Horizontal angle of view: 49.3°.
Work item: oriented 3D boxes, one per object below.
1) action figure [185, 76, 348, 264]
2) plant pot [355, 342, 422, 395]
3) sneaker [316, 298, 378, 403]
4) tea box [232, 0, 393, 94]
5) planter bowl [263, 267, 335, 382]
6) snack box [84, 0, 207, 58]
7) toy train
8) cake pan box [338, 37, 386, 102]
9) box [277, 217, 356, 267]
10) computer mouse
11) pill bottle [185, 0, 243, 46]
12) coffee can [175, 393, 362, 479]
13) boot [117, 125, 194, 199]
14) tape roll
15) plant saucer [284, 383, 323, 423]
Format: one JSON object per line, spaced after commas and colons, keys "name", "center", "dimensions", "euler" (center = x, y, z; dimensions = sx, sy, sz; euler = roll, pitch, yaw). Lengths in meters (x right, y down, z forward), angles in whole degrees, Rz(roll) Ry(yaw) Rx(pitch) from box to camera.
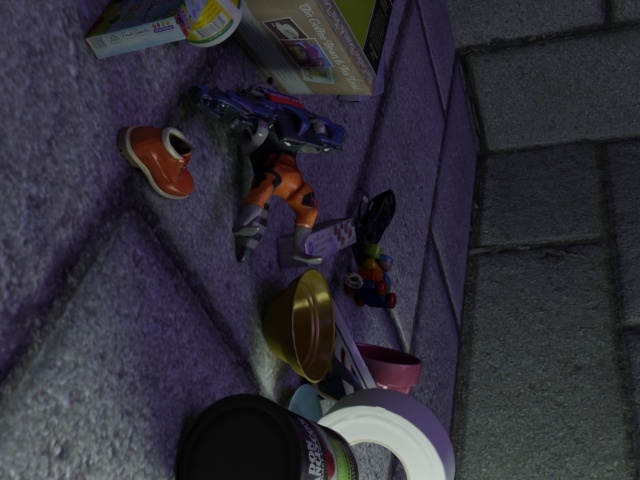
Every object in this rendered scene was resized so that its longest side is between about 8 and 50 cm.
{"name": "action figure", "center": [-0.117, -0.144, 1.228], "dimensions": [0.341, 0.178, 0.330], "euler": [17, 61, -39]}
{"name": "plant pot", "center": [0.126, 0.352, 1.648], "dimensions": [0.201, 0.201, 0.180], "euler": [3, 98, -68]}
{"name": "sneaker", "center": [0.030, 0.263, 1.496], "dimensions": [0.126, 0.127, 0.321], "euler": [66, -1, -77]}
{"name": "tea box", "center": [-0.014, -0.496, 1.329], "dimensions": [0.329, 0.220, 0.323], "euler": [42, 57, -60]}
{"name": "planter bowl", "center": [-0.050, 0.164, 1.345], "dimensions": [0.217, 0.090, 0.217], "euler": [-5, 90, -69]}
{"name": "snack box", "center": [-0.227, -0.292, 0.916], "dimensions": [0.037, 0.141, 0.100], "euler": [63, 31, -43]}
{"name": "toy train", "center": [0.123, 0.070, 1.767], "dimensions": [0.248, 0.105, 0.143], "euler": [50, 47, -56]}
{"name": "cake pan box", "center": [0.116, -0.507, 1.879], "dimensions": [0.267, 0.070, 0.246], "euler": [-43, 135, -63]}
{"name": "box", "center": [0.000, 0.000, 1.542], "dimensions": [0.324, 0.067, 0.063], "euler": [-24, 108, -68]}
{"name": "computer mouse", "center": [0.131, -0.069, 1.904], "dimensions": [0.262, 0.060, 0.184], "euler": [-63, 148, -34]}
{"name": "pill bottle", "center": [-0.208, -0.383, 1.014], "dimensions": [0.208, 0.117, 0.117], "euler": [35, 54, -63]}
{"name": "coffee can", "center": [-0.071, 0.369, 1.102], "dimensions": [0.275, 0.201, 0.201], "euler": [47, 43, -59]}
{"name": "boot", "center": [-0.211, -0.109, 1.001], "dimensions": [0.158, 0.084, 0.059], "euler": [53, 37, -57]}
{"name": "tape roll", "center": [0.109, 0.433, 1.333], "dimensions": [0.100, 0.286, 0.286], "euler": [-22, 106, -69]}
{"name": "plant saucer", "center": [-0.045, 0.384, 1.387], "dimensions": [0.195, 0.037, 0.195], "euler": [-4, 90, -69]}
